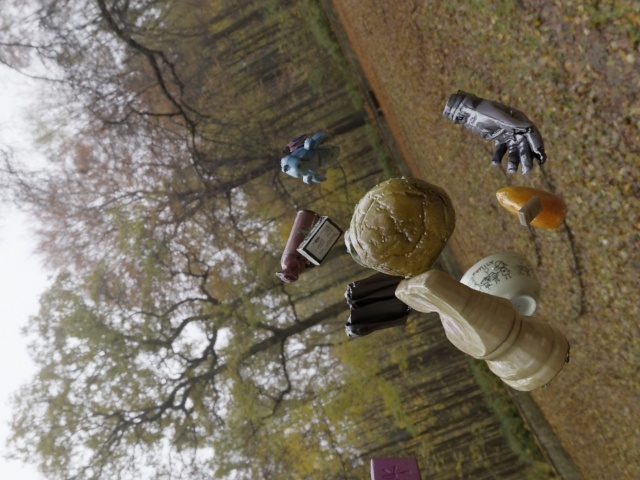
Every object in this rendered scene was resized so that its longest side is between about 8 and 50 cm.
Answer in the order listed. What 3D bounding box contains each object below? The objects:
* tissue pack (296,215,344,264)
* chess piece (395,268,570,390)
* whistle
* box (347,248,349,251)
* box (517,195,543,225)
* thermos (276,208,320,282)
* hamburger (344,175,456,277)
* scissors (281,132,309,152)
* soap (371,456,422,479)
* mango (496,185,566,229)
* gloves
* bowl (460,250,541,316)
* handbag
[{"bbox_3d":[0.001,0.000,1.979,0.103,0.170,0.090,40,169,-11],"label":"tissue pack"},{"bbox_3d":[0.266,0.137,0.861,0.301,0.137,0.137,33,-160,-18],"label":"chess piece"},{"bbox_3d":[-0.029,-0.273,1.725,0.093,0.269,0.180,30,131,37],"label":"whistle"},{"bbox_3d":[0.290,0.054,2.196,0.265,0.273,0.048,16,-100,-64],"label":"box"},{"bbox_3d":[0.639,-0.090,1.547,0.024,0.083,0.053,27,152,55],"label":"box"},{"bbox_3d":[-0.083,0.039,2.154,0.136,0.109,0.330,40,-127,-32],"label":"thermos"},{"bbox_3d":[0.215,-0.030,1.348,0.265,0.285,0.134,14,-162,-21],"label":"hamburger"},{"bbox_3d":[-0.082,-0.327,1.728,0.039,0.113,0.012,63,172,-1],"label":"scissors"},{"bbox_3d":[0.276,0.887,1.818,0.259,0.181,0.081,-73,-18,-79],"label":"soap"},{"bbox_3d":[0.765,-0.132,1.855,0.154,0.252,0.126,-54,-15,-57],"label":"mango"},{"bbox_3d":[0.408,-0.266,1.187,0.285,0.119,0.142,52,173,24],"label":"gloves"},{"bbox_3d":[0.524,0.161,1.441,0.238,0.237,0.126,59,-174,-37],"label":"bowl"},{"bbox_3d":[0.208,0.231,1.837,0.285,0.257,0.113,90,160,-43],"label":"handbag"}]
